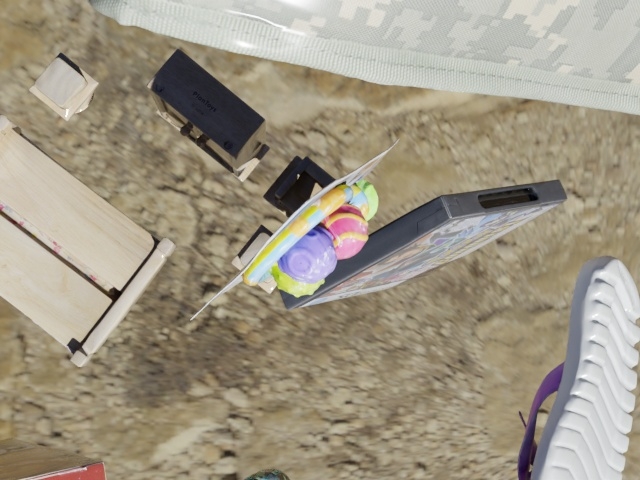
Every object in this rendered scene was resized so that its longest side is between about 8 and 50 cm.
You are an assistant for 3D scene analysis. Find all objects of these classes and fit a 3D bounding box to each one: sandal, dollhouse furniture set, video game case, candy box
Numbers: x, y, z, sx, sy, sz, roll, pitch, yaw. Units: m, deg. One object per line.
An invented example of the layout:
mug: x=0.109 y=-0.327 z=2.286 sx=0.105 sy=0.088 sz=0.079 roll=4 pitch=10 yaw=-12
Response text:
sandal: x=0.291 y=0.210 z=1.615 sx=0.102 sy=0.169 sz=0.416 roll=-5 pitch=50 yaw=38
dollhouse furniture set: x=-0.188 y=0.013 z=1.298 sx=0.303 sy=0.174 sz=0.355 roll=38 pitch=86 yaw=1
video game case: x=0.124 y=0.005 z=1.652 sx=0.275 sy=0.248 sz=0.035 roll=-30 pitch=76 yaw=39
candy box: x=-0.370 y=0.286 z=1.506 sx=0.183 sy=0.316 sz=0.087 roll=-9 pitch=92 yaw=-30

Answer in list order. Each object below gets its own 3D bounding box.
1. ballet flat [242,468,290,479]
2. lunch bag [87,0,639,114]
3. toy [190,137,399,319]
ballet flat: x=-0.070 y=0.300 z=1.323 sx=0.070 sy=0.070 sz=0.188 roll=30 pitch=111 yaw=14
lunch bag: x=0.052 y=-0.182 z=0.509 sx=0.169 sy=0.287 sz=0.235 roll=38 pitch=116 yaw=44
toy: x=0.000 y=0.000 z=1.099 sx=0.056 sy=0.237 sz=0.137 roll=44 pitch=115 yaw=1
